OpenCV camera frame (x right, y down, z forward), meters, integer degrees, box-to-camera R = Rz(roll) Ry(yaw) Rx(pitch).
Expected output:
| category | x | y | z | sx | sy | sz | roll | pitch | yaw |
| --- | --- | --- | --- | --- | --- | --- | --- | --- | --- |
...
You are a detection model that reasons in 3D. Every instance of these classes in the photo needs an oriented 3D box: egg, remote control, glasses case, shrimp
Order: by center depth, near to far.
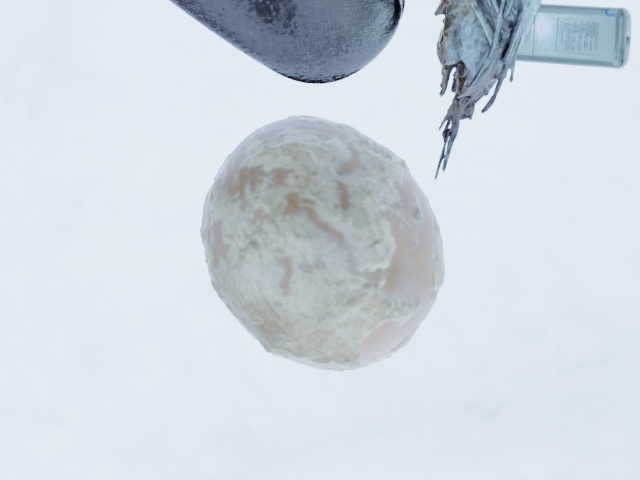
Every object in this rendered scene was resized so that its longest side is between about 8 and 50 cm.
| category | x | y | z | sx | sy | sz | roll | pitch | yaw |
| --- | --- | --- | --- | --- | --- | --- | --- | --- | --- |
| glasses case | -0.080 | -0.229 | 1.281 | 0.122 | 0.321 | 0.082 | -41 | 24 | 31 |
| shrimp | 0.116 | -0.154 | 1.307 | 0.090 | 0.079 | 0.233 | -147 | 70 | -69 |
| remote control | 0.208 | -0.174 | 1.537 | 0.124 | 0.018 | 0.053 | 9 | 101 | 43 |
| egg | 0.000 | 0.000 | 1.571 | 0.203 | 0.203 | 0.245 | -55 | 48 | 35 |
